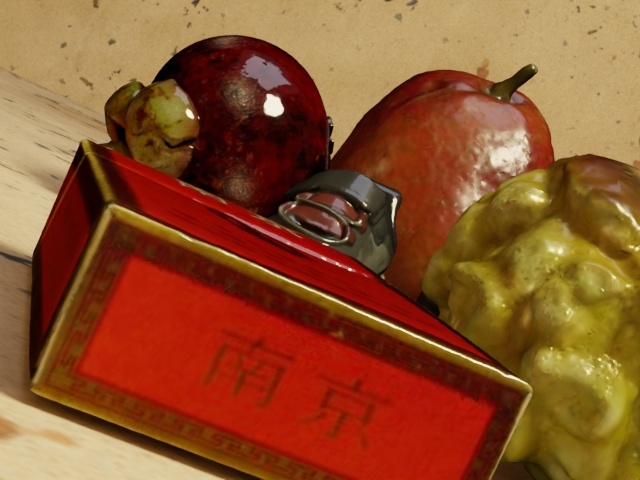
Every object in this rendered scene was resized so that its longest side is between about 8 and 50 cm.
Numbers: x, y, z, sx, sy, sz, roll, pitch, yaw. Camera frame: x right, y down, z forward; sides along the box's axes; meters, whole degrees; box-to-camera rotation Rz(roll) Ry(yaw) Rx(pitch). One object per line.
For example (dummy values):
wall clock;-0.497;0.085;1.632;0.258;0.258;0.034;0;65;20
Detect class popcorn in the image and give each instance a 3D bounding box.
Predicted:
popcorn;0.157;0.056;0.634;0.218;0.169;0.189;36;10;6

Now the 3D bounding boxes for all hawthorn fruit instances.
hawthorn fruit;0.113;-0.042;1.084;0.224;0.260;0.224;24;10;-5

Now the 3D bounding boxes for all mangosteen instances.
mangosteen;-0.089;-0.069;0.948;0.200;0.199;0.200;25;3;-1

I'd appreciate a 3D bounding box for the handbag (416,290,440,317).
handbag;0.168;0.101;0.843;0.223;0.080;0.247;35;4;12

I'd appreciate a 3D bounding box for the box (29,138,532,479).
box;-0.034;0.026;0.495;0.153;0.074;0.240;20;4;-15

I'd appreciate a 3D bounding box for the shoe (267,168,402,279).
shoe;0.000;0.000;0.833;0.099;0.112;0.227;27;2;13
